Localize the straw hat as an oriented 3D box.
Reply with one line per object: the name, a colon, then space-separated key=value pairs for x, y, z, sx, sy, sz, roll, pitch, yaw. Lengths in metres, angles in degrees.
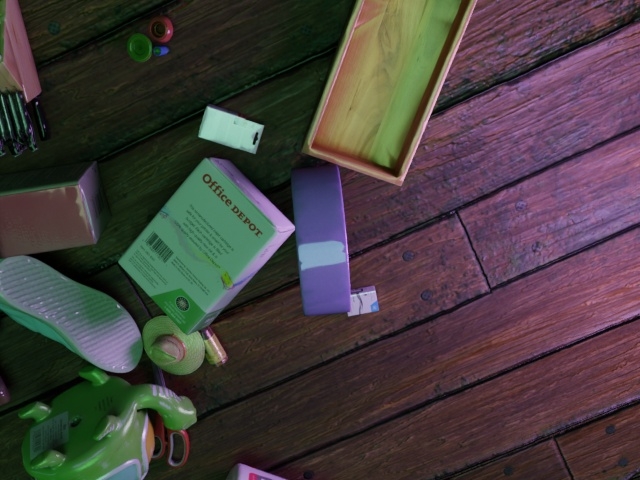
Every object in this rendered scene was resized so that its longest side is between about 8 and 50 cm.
straw hat: x=-0.317 y=0.228 z=1.674 sx=0.144 sy=0.061 sz=0.145 roll=5 pitch=108 yaw=15

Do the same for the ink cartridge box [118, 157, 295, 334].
ink cartridge box: x=-0.215 y=0.008 z=1.551 sx=0.201 sy=0.117 sz=0.278 roll=45 pitch=105 yaw=9

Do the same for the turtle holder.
turtle holder: x=-0.445 y=0.401 z=1.691 sx=0.320 sy=0.243 sz=0.228 roll=-45 pitch=131 yaw=-24

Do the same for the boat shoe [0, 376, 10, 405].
boat shoe: x=-0.813 y=0.368 z=1.701 sx=0.341 sy=0.123 sz=0.123 roll=-26 pitch=109 yaw=1

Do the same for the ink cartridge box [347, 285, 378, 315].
ink cartridge box: x=0.076 y=0.128 z=1.693 sx=0.083 sy=0.028 sz=0.048 roll=-11 pitch=111 yaw=2

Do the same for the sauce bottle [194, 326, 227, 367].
sauce bottle: x=-0.240 y=0.205 z=1.703 sx=0.042 sy=0.042 sz=0.128 roll=-26 pitch=105 yaw=7

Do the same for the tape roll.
tape roll: x=0.000 y=0.000 z=1.508 sx=0.090 sy=0.275 sz=0.275 roll=-5 pitch=111 yaw=0

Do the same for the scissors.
scissors: x=-0.331 y=0.364 z=1.772 sx=0.108 sy=0.021 sz=0.297 roll=10 pitch=108 yaw=3

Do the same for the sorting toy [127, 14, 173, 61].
sorting toy: x=-0.302 y=-0.365 z=1.484 sx=0.102 sy=0.042 sz=0.061 roll=-35 pitch=94 yaw=23

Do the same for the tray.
tray: x=0.127 y=-0.327 z=1.496 sx=0.202 sy=0.076 sz=0.411 roll=18 pitch=109 yaw=-9

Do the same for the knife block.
knife block: x=-0.569 y=-0.300 z=1.480 sx=0.088 sy=0.242 sz=0.276 roll=-8 pitch=67 yaw=0

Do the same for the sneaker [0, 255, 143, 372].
sneaker: x=-0.521 y=0.142 z=1.641 sx=0.366 sy=0.150 sz=0.135 roll=46 pitch=61 yaw=-31

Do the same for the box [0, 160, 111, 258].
box: x=-0.533 y=-0.057 z=1.529 sx=0.232 sy=0.149 sz=0.127 roll=-9 pitch=112 yaw=2

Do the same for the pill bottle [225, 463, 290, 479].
pill bottle: x=-0.069 y=0.628 z=1.801 sx=0.318 sy=0.176 sz=0.176 roll=22 pitch=109 yaw=-11

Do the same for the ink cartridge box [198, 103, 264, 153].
ink cartridge box: x=-0.170 y=-0.212 z=1.550 sx=0.115 sy=0.029 sz=0.063 roll=17 pitch=109 yaw=-10
